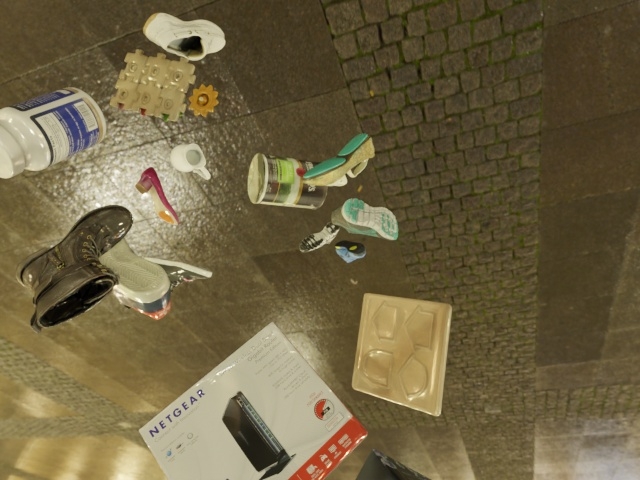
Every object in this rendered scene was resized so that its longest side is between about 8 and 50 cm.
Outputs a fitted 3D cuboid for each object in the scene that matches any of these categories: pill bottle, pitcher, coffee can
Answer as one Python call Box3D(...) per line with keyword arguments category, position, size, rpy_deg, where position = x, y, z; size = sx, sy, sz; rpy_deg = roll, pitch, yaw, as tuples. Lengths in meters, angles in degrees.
Box3D(category="pill bottle", position=(-0.672, -0.261, 1.034), size=(0.153, 0.265, 0.153), rpy_deg=(13, 127, 18))
Box3D(category="pitcher", position=(-0.587, -0.352, 1.946), size=(0.207, 0.125, 0.178), rpy_deg=(12, 138, 52))
Box3D(category="coffee can", position=(-0.135, -0.237, 1.753), size=(0.275, 0.202, 0.202), rpy_deg=(3, 142, -28))

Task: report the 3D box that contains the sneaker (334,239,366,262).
Box3D(category="sneaker", position=(0.134, 0.055, 1.776), size=(0.069, 0.209, 0.082), rpy_deg=(-28, 108, -21))

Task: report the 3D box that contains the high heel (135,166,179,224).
Box3D(category="high heel", position=(-0.640, -0.177, 1.737), size=(0.082, 0.117, 0.244), rpy_deg=(-13, 131, 32))

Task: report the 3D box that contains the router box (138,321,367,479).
Box3D(category="router box", position=(-0.130, 0.387, 0.854), size=(0.301, 0.335, 0.082), rpy_deg=(44, 160, 21))

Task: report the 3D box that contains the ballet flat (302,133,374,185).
Box3D(category="ballet flat", position=(0.082, -0.266, 1.556), size=(0.123, 0.348, 0.123), rpy_deg=(32, 146, 25))

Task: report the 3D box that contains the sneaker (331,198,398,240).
Box3D(category="sneaker", position=(0.091, -0.039, 0.885), size=(0.166, 0.065, 0.076), rpy_deg=(22, 155, -35))

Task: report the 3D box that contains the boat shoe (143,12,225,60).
Box3D(category="boat shoe", position=(-0.344, -0.531, 1.158), size=(0.096, 0.277, 0.098), rpy_deg=(51, 123, 3))

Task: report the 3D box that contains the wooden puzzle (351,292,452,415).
Box3D(category="wooden puzzle", position=(0.259, 0.345, 1.363), size=(0.080, 0.323, 0.347), rpy_deg=(16, 170, -42))

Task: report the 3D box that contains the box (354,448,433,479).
Box3D(category="box", position=(0.263, 0.677, 0.900), size=(0.395, 0.212, 0.293), rpy_deg=(32, 173, -12))

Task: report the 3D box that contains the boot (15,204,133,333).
Box3D(category="boot", position=(-0.425, 0.045, 0.796), size=(0.228, 0.263, 0.091), rpy_deg=(19, 143, 42))

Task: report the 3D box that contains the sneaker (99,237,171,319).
Box3D(category="sneaker", position=(-0.511, 0.085, 1.092), size=(0.350, 0.131, 0.148), rpy_deg=(33, 142, 26))

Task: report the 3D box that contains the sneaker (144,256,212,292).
Box3D(category="sneaker", position=(-0.522, 0.150, 1.538), size=(0.295, 0.147, 0.104), rpy_deg=(6, 169, 22))

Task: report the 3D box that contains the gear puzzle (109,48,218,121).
Box3D(category="gear puzzle", position=(-0.410, -0.408, 1.161), size=(0.338, 0.176, 0.044), rpy_deg=(18, 178, 20))

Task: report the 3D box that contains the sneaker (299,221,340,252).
Box3D(category="sneaker", position=(0.000, 0.000, 2.108), size=(0.234, 0.078, 0.106), rpy_deg=(-34, 156, -16))
